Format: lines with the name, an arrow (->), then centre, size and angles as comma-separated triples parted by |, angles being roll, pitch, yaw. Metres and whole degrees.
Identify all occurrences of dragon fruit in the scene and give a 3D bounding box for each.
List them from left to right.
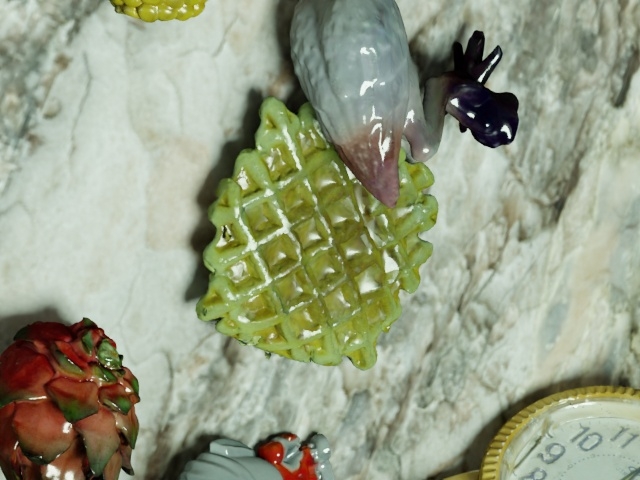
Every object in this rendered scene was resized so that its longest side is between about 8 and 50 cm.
dragon fruit -> -0.184, 0.127, 1.177 | 0.130, 0.121, 0.142 | 18, 64, -25

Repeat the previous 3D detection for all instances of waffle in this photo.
waffle -> 0.000, 0.000, 1.291 | 0.214, 0.054, 0.208 | 17, 92, -36

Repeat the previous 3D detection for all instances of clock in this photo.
clock -> 0.220, 0.274, 1.410 | 0.317, 0.244, 0.200 | -36, 141, -23

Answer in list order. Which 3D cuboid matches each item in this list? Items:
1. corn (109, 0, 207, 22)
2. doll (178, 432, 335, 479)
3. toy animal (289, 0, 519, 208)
corn -> -0.091, -0.302, 1.120 | 0.106, 0.106, 0.305 | 5, 107, -32
doll -> -0.057, 0.201, 1.311 | 0.180, 0.079, 0.094 | -12, 96, -41
toy animal -> 0.025, -0.162, 1.229 | 0.324, 0.090, 0.195 | 46, 50, -28
